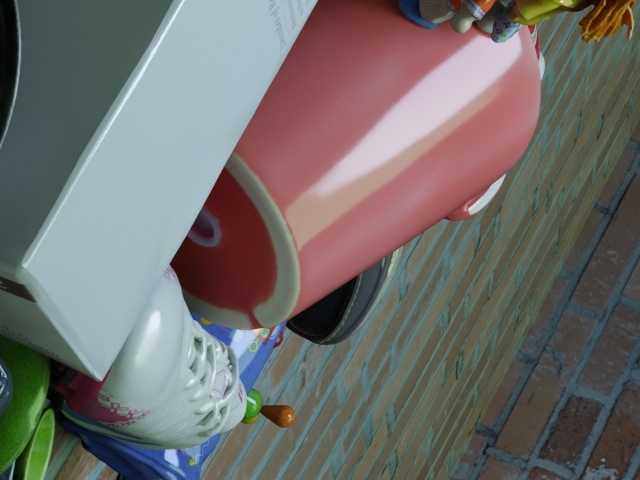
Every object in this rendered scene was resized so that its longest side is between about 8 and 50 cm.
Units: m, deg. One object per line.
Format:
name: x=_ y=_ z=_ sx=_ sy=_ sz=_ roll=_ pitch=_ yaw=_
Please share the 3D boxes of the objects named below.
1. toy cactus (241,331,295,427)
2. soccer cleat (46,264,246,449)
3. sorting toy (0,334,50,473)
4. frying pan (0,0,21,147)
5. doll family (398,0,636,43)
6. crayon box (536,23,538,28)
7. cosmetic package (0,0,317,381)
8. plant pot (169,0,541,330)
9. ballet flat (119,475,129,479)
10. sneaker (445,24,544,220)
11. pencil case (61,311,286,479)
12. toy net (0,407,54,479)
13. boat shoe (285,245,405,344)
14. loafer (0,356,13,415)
toy cactus: x=-0.089 y=0.098 z=1.514 sx=0.219 sy=0.112 sz=0.180 roll=-20 pitch=122 yaw=-57
soccer cleat: x=-0.105 y=0.080 z=1.149 sx=0.331 sy=0.143 sz=0.116 roll=149 pitch=-39 yaw=-76
sorting toy: x=-0.235 y=0.052 z=1.016 sx=0.126 sy=0.127 sz=0.365 roll=19 pitch=98 yaw=-45
frying pan: x=-0.234 y=-0.016 z=0.696 sx=0.053 sy=0.197 sz=0.326 roll=-5 pitch=118 yaw=-78
doll family: x=0.179 y=-0.214 z=1.108 sx=0.263 sy=0.118 sz=0.163 roll=-59 pitch=-161 yaw=-19
crayon box: x=0.169 y=-0.308 z=1.733 sx=0.363 sy=0.106 sz=0.313 roll=-14 pitch=126 yaw=-70
cosmetic package: x=-0.120 y=-0.153 z=0.843 sx=0.385 sy=0.217 sz=0.156 roll=-61 pitch=162 yaw=-15
plant pot: x=-0.018 y=-0.081 z=1.220 sx=0.243 sy=0.275 sz=0.275 roll=-44 pitch=154 yaw=-34
ballet flat: x=-0.139 y=0.251 z=1.597 sx=0.070 sy=0.070 sz=0.188 roll=-60 pitch=162 yaw=-23
sneaker: x=0.147 y=-0.136 z=1.627 sx=0.128 sy=0.087 sz=0.221 roll=73 pitch=34 yaw=-58
pencil case: x=-0.091 y=0.058 z=1.395 sx=0.119 sy=0.133 sz=0.306 roll=39 pitch=68 yaw=-27
toy net: x=-0.239 y=0.222 z=1.184 sx=0.122 sy=0.045 sz=0.232 roll=90 pitch=13 yaw=-78
boat shoe: x=0.008 y=-0.072 z=1.555 sx=0.130 sy=0.132 sz=0.355 roll=-15 pitch=118 yaw=-58
loafer: x=-0.260 y=0.131 z=0.925 sx=0.223 sy=0.076 sz=0.078 roll=-53 pitch=124 yaw=-21
